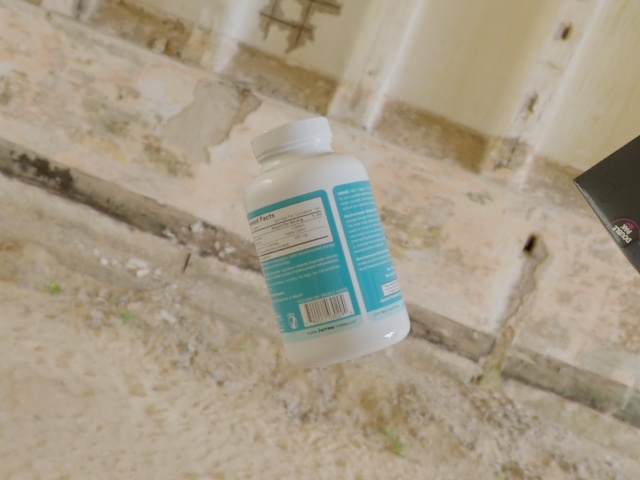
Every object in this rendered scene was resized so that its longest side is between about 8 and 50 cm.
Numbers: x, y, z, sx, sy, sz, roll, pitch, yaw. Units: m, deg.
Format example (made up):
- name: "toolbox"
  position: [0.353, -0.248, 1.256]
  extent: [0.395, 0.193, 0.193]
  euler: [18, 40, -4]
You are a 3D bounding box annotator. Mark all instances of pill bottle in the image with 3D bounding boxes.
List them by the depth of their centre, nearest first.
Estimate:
- name: "pill bottle"
  position: [0.000, 0.000, 0.901]
  extent: [0.146, 0.263, 0.146]
  euler: [-15, -1, 0]

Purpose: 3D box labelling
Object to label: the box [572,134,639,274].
- name: "box"
  position: [0.199, -0.026, 0.446]
  extent: [0.052, 0.083, 0.062]
  euler: [39, 23, -41]
